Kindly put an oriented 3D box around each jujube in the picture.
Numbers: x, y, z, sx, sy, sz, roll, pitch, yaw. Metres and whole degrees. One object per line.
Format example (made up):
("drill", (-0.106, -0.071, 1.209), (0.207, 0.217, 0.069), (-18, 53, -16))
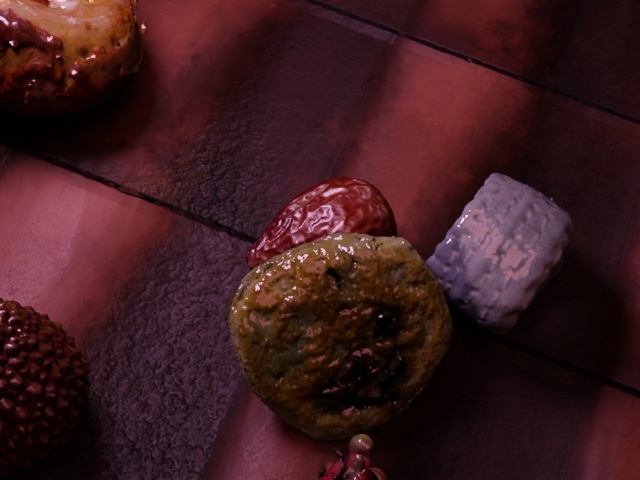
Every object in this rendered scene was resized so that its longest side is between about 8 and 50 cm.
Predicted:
("jujube", (0.000, 0.000, 1.402), (0.237, 0.168, 0.168), (-28, 69, -10))

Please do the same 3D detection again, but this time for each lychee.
("lychee", (-0.439, 0.178, 1.205), (0.272, 0.271, 0.271), (2, 63, -5))

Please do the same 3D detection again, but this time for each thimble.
("thimble", (0.277, 0.018, 1.389), (0.172, 0.204, 0.250), (36, 45, 11))

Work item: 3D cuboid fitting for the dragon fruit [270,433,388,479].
("dragon fruit", (-0.013, 0.398, 1.185), (0.273, 0.218, 0.198), (-25, 110, -19))

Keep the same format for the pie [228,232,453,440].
("pie", (0.035, 0.139, 1.307), (0.323, 0.070, 0.323), (-1, 96, -9))

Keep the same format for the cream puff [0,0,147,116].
("cream puff", (-0.455, -0.332, 1.478), (0.351, 0.228, 0.350), (17, 47, -19))
